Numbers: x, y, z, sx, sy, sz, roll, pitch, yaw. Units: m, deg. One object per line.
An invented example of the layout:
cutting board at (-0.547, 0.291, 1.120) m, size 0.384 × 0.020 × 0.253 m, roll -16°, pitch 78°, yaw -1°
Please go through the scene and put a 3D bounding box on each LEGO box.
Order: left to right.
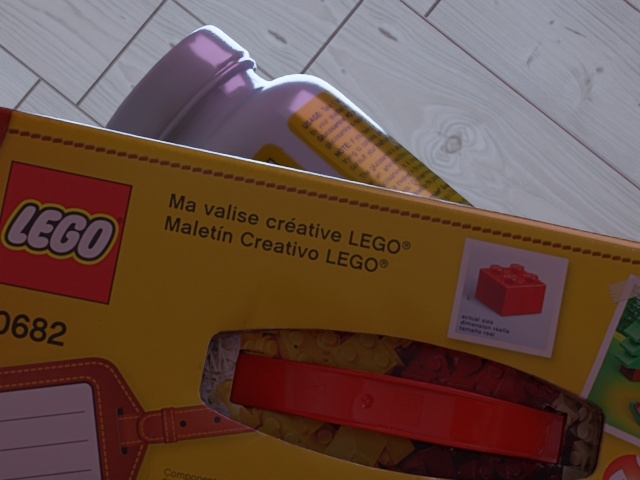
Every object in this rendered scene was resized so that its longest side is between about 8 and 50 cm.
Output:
LEGO box at (0.006, 0.083, 1.009) m, size 0.500 × 0.193 × 0.372 m, roll 12°, pitch -5°, yaw -9°

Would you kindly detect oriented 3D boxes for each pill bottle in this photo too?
pill bottle at (0.000, 0.000, 1.417) m, size 0.334 × 0.188 × 0.188 m, roll 41°, pitch -8°, yaw 6°
